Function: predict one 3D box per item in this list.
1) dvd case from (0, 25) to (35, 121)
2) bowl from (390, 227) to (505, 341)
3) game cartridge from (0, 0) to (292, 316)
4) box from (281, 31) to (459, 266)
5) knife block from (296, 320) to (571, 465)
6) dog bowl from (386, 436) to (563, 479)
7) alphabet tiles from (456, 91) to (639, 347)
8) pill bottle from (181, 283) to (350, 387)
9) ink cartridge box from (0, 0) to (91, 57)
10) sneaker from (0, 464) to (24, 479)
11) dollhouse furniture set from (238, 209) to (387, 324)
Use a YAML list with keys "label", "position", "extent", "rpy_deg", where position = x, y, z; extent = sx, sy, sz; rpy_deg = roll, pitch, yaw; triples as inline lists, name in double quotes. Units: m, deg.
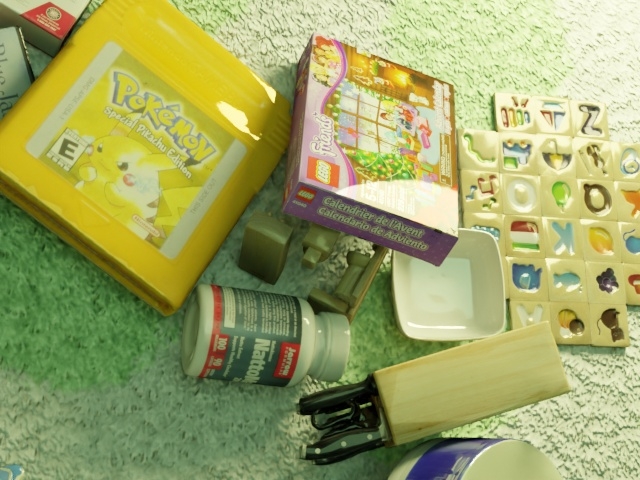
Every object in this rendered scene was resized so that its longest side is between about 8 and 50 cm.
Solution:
- label: "dvd case"
  position: [-0.430, -0.128, 1.459]
  extent: [0.253, 0.022, 0.180]
  rpy_deg: [-18, 95, -30]
- label: "bowl"
  position: [0.153, 0.058, 1.621]
  extent: [0.142, 0.053, 0.142]
  rpy_deg: [0, 76, -12]
- label: "game cartridge"
  position: [-0.201, -0.118, 1.525]
  extent: [0.285, 0.053, 0.323]
  rpy_deg: [38, 60, -11]
- label: "box"
  position: [0.064, -0.116, 1.572]
  extent: [0.201, 0.057, 0.293]
  rpy_deg: [18, 42, -13]
- label: "knife block"
  position: [0.110, 0.181, 1.484]
  extent: [0.242, 0.276, 0.088]
  rpy_deg: [-7, 76, -51]
- label: "dog bowl"
  position: [0.178, 0.354, 1.468]
  extent: [0.265, 0.104, 0.265]
  rpy_deg: [11, 75, -46]
- label: "alphabet tiles"
  position: [0.317, -0.029, 1.731]
  extent: [0.285, 0.011, 0.342]
  rpy_deg: [3, 75, -19]
- label: "pill bottle"
  position: [-0.062, 0.113, 1.508]
  extent: [0.180, 0.108, 0.108]
  rpy_deg: [8, 73, -16]
- label: "ink cartridge box"
  position: [-0.322, -0.313, 1.560]
  extent: [0.109, 0.063, 0.150]
  rpy_deg: [31, 67, -8]
- label: "sneaker"
  position: [-0.308, 0.333, 1.380]
  extent: [0.081, 0.080, 0.211]
  rpy_deg: [-30, 88, -20]
- label: "dollhouse furniture set"
  position: [0.000, 0.000, 1.557]
  extent: [0.151, 0.144, 0.123]
  rpy_deg: [27, 63, 5]
